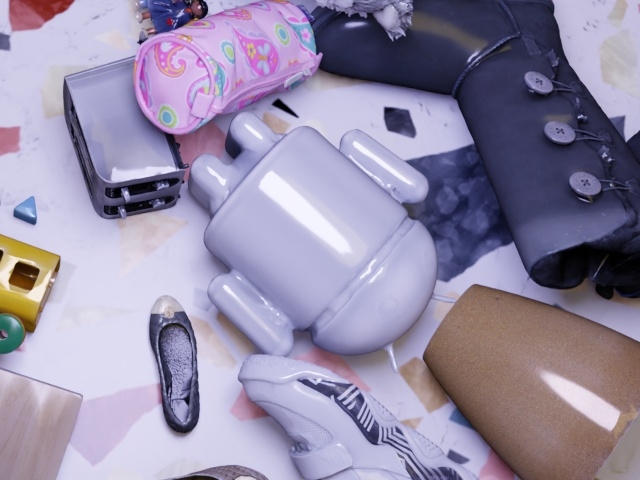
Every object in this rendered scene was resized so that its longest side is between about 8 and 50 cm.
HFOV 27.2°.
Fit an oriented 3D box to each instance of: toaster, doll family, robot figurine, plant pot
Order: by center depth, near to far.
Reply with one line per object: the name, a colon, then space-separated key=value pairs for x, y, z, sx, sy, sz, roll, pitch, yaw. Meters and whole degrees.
toaster: x=-0.241 y=-0.129 z=1.621 sx=0.110 sy=0.168 sz=0.185 roll=-17 pitch=80 yaw=-15
robot figurine: x=0.000 y=0.000 z=1.622 sx=0.353 sy=0.200 sz=0.300 roll=42 pitch=80 yaw=1
plant pot: x=0.263 y=0.172 z=1.641 sx=0.254 sy=0.237 sz=0.237 roll=35 pitch=70 yaw=15
doll family: x=-0.172 y=-0.278 z=1.714 sx=0.111 sy=0.076 sz=0.193 roll=-18 pitch=102 yaw=3

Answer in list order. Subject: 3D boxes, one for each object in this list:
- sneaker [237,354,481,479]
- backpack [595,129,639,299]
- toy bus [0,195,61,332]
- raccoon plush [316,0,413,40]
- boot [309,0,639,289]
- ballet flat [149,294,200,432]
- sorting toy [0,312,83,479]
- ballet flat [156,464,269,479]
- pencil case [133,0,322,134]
sneaker: x=0.025 y=0.300 z=1.566 sx=0.366 sy=0.137 sz=0.210 roll=36 pitch=69 yaw=-11
backpack: x=0.508 y=-0.050 z=1.721 sx=0.213 sy=0.276 sz=0.263 roll=11 pitch=78 yaw=-27
toy bus: x=-0.409 y=0.031 z=1.573 sx=0.202 sy=0.104 sz=0.191 roll=-25 pitch=81 yaw=-18
raccoon plush: x=0.071 y=-0.445 z=1.669 sx=0.299 sy=0.216 sz=0.446 roll=27 pitch=54 yaw=19
boot: x=0.205 y=-0.131 z=1.670 sx=0.367 sy=0.146 sz=0.445 roll=-10 pitch=61 yaw=-16
ballet flat: x=-0.173 y=0.149 z=1.622 sx=0.057 sy=0.049 sz=0.173 roll=-8 pitch=77 yaw=-15
sorting toy: x=-0.361 y=0.228 z=1.546 sx=0.132 sy=0.046 sz=0.274 roll=19 pitch=92 yaw=-5
ballet flat: x=-0.178 y=0.310 z=1.554 sx=0.250 sy=0.058 sz=0.084 roll=-3 pitch=79 yaw=-4
pencil case: x=-0.105 y=-0.213 z=1.589 sx=0.124 sy=0.124 sz=0.284 roll=51 pitch=32 yaw=4
